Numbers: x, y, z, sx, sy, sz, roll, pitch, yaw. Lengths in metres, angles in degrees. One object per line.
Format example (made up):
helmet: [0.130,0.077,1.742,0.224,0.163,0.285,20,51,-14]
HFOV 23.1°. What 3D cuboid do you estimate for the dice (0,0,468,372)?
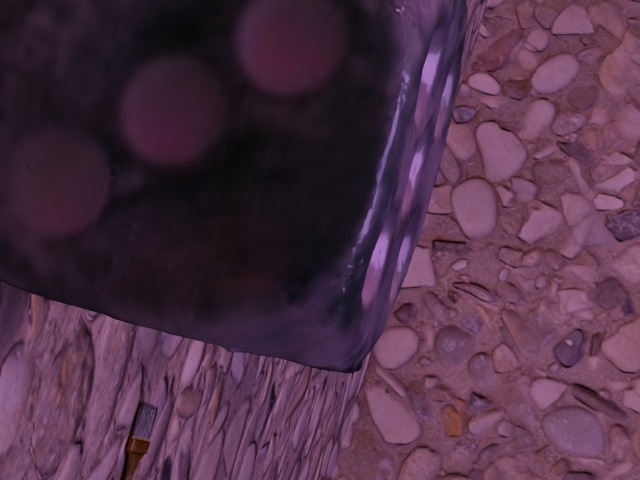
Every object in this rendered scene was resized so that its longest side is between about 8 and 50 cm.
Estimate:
dice: [-0.080,-0.086,1.259,0.330,0.328,0.348,-3,108,-79]

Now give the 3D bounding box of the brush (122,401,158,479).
brush: [-0.238,0.303,1.908,0.082,0.010,0.218,48,58,-79]
